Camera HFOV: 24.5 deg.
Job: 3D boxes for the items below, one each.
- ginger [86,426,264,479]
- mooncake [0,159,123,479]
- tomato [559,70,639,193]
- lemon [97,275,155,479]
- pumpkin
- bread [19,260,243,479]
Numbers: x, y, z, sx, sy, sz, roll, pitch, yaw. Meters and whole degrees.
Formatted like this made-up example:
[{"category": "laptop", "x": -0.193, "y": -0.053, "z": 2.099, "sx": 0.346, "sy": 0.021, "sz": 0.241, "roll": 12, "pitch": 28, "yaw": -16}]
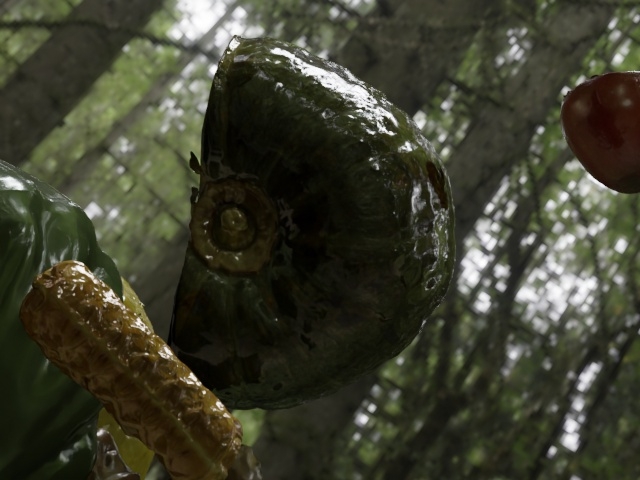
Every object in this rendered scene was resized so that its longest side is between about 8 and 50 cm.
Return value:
[{"category": "ginger", "x": -0.148, "y": 0.300, "z": 1.176, "sx": 0.357, "sy": 0.152, "sz": 0.274, "roll": -45, "pitch": -116, "yaw": 34}, {"category": "mooncake", "x": -0.282, "y": 0.098, "z": 0.991, "sx": 0.187, "sy": 0.351, "sz": 0.351, "roll": 22, "pitch": -35, "yaw": 31}, {"category": "tomato", "x": 0.309, "y": -0.094, "z": 1.413, "sx": 0.159, "sy": 0.091, "sz": 0.139, "roll": 9, "pitch": -22, "yaw": -27}, {"category": "lemon", "x": -0.266, "y": 0.138, "z": 1.365, "sx": 0.245, "sy": 0.245, "sz": 0.320, "roll": 16, "pitch": -75, "yaw": 32}, {"category": "pumpkin", "x": 0.000, "y": 0.000, "z": 1.278, "sx": 0.232, "sy": 0.325, "sz": 0.242, "roll": 11, "pitch": 8, "yaw": 0}, {"category": "bread", "x": -0.106, "y": 0.077, "z": 0.833, "sx": 0.157, "sy": 0.052, "sz": 0.044, "roll": 46, "pitch": -25, "yaw": -4}]
